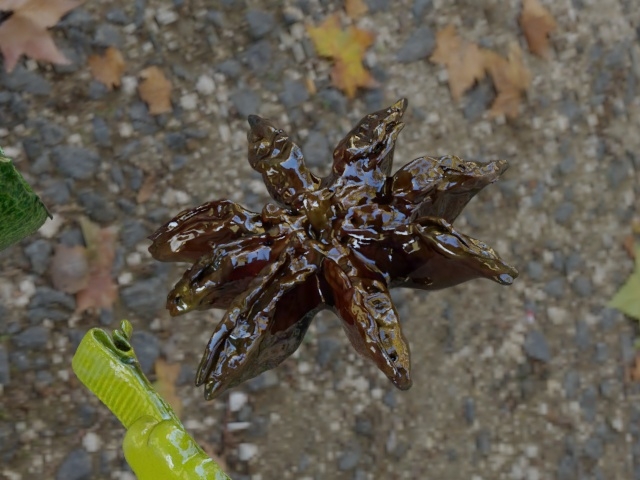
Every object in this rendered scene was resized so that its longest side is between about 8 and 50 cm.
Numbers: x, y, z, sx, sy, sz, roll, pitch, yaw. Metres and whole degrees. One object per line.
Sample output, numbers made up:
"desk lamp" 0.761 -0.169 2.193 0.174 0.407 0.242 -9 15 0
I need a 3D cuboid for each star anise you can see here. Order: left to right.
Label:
"star anise" -0.001 0.000 0.870 0.288 0.288 0.088 -60 145 -33

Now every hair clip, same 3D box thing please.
"hair clip" -0.110 0.131 0.861 0.046 0.072 0.173 -13 58 -38

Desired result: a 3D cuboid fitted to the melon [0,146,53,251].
"melon" -0.300 -0.030 0.910 0.169 0.265 0.129 -35 124 -10
